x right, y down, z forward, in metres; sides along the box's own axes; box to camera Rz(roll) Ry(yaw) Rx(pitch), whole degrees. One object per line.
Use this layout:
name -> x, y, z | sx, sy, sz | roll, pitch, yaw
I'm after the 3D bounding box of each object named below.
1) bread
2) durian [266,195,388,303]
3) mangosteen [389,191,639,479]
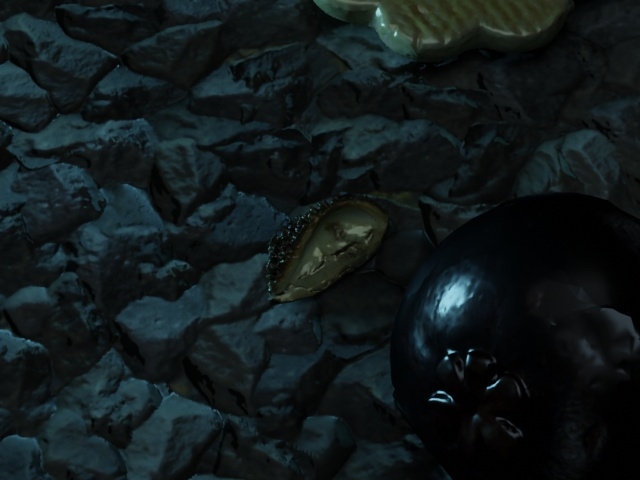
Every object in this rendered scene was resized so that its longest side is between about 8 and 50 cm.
bread -> 0.127, -0.286, 1.491 | 0.316, 0.054, 0.316 | -1, 56, 1
durian -> -0.002, 0.003, 1.314 | 0.130, 0.052, 0.066 | -35, 99, -17
mangosteen -> 0.189, 0.101, 1.124 | 0.287, 0.287, 0.233 | 42, 94, 26
